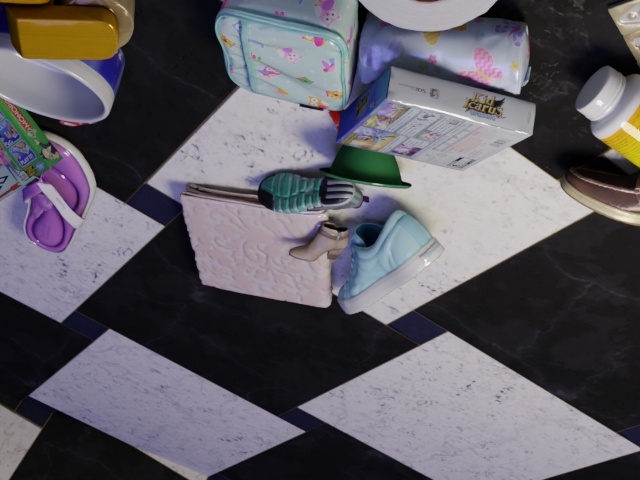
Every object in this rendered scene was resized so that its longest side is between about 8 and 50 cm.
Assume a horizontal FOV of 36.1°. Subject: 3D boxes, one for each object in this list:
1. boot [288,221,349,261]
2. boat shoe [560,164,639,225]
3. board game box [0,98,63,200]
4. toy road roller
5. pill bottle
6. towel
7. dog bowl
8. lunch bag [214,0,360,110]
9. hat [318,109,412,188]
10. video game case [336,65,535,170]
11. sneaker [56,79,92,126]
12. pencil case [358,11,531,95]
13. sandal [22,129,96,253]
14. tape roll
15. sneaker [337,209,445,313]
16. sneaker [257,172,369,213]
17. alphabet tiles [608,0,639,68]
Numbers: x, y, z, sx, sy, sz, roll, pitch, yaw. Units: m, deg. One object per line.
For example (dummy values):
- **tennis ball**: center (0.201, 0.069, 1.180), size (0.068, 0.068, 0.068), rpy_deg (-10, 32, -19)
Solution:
- **boot**: center (0.000, 0.000, 2.003), size (0.118, 0.042, 0.087), rpy_deg (2, 132, -15)
- **boat shoe**: center (0.591, -0.089, 1.688), size (0.341, 0.123, 0.123), rpy_deg (17, 115, 11)
- **board game box**: center (-0.691, -0.191, 2.030), size (0.317, 0.046, 0.213), rpy_deg (-23, 109, 42)
- **toy road roller**: center (-0.447, -0.423, 1.487), size (0.329, 0.203, 0.241), rpy_deg (1, 142, -10)
- **pill bottle**: center (0.513, -0.183, 1.557), size (0.215, 0.117, 0.117), rpy_deg (32, 142, -11)
- **towel**: center (-0.130, 0.013, 2.135), size (0.316, 0.053, 0.332), rpy_deg (10, 143, 10)
- **dog bowl**: center (-0.483, -0.313, 1.728), size (0.264, 0.104, 0.265), rpy_deg (14, 163, 4)
- **lunch bag**: center (-0.053, -0.310, 1.567), size (0.224, 0.108, 0.279), rpy_deg (12, 163, 5)
- **hat**: center (0.091, -0.198, 1.788), size (0.172, 0.184, 0.208), rpy_deg (13, -171, 24)
- **video game case**: center (0.180, -0.193, 1.613), size (0.244, 0.061, 0.269), rpy_deg (11, 169, -14)
- **sneaker**: center (-0.494, -0.265, 1.914), size (0.067, 0.042, 0.118), rpy_deg (-10, 139, 27)
- **pencil case**: center (0.193, -0.292, 1.549), size (0.273, 0.114, 0.124), rpy_deg (6, 141, 14)
- **sandal**: center (-0.585, -0.076, 2.148), size (0.169, 0.102, 0.416), rpy_deg (17, 144, -2)
- **tape roll**: center (0.144, -0.385, 1.321), size (0.219, 0.072, 0.219), rpy_deg (5, 145, 4)
- **sneaker**: center (0.116, 0.033, 2.035), size (0.150, 0.135, 0.366), rpy_deg (52, 144, 2)
- **sneaker**: center (-0.017, -0.082, 1.946), size (0.223, 0.083, 0.098), rpy_deg (4, 168, 33)
- **alphabet tiles**: center (0.611, -0.333, 1.420), size (0.342, 0.011, 0.285), rpy_deg (-15, 134, 36)
